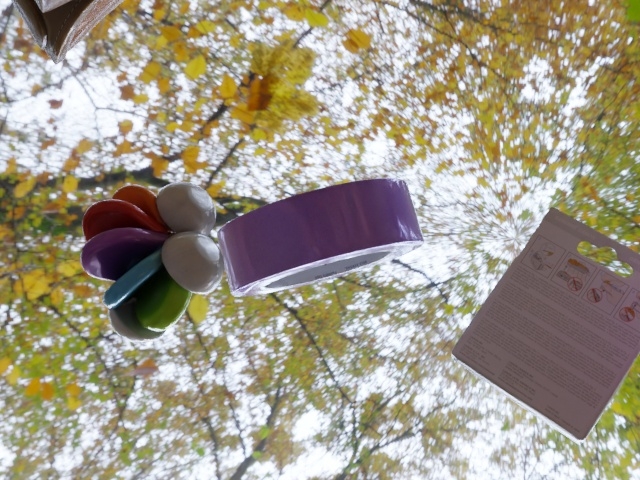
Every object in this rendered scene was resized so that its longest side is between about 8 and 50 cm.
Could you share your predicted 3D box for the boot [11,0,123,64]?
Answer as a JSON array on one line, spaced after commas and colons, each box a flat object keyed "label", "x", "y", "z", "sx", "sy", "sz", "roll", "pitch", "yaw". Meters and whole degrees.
[{"label": "boot", "x": -0.142, "y": -0.245, "z": 0.585, "sx": 0.220, "sy": 0.283, "sz": 0.109, "roll": -34, "pitch": -79, "yaw": -16}]

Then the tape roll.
[{"label": "tape roll", "x": 0.000, "y": 0.000, "z": 1.033, "sx": 0.274, "sy": 0.275, "sz": 0.090, "roll": -18, "pitch": -99, "yaw": 14}]

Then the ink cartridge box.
[{"label": "ink cartridge box", "x": 0.306, "y": 0.104, "z": 0.937, "sx": 0.189, "sy": 0.066, "sz": 0.232, "roll": 33, "pitch": -99, "yaw": 23}]

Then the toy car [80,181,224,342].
[{"label": "toy car", "x": -0.203, "y": 0.014, "z": 0.840, "sx": 0.159, "sy": 0.136, "sz": 0.182, "roll": -38, "pitch": -133, "yaw": 28}]
